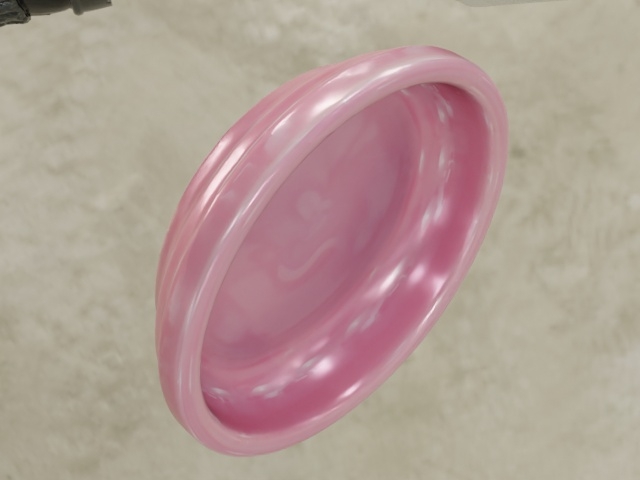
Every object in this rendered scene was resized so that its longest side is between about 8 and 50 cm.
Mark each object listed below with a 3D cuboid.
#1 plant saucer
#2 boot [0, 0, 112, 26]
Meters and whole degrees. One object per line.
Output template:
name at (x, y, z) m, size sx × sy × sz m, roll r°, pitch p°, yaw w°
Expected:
plant saucer at (0.000, 0.000, 1.131) m, size 0.084 × 0.332 × 0.332 m, roll 36°, pitch 67°, yaw 29°
boot at (-0.338, -0.294, 1.300) m, size 0.260 × 0.348 × 0.131 m, roll -16°, pitch 39°, yaw -3°
